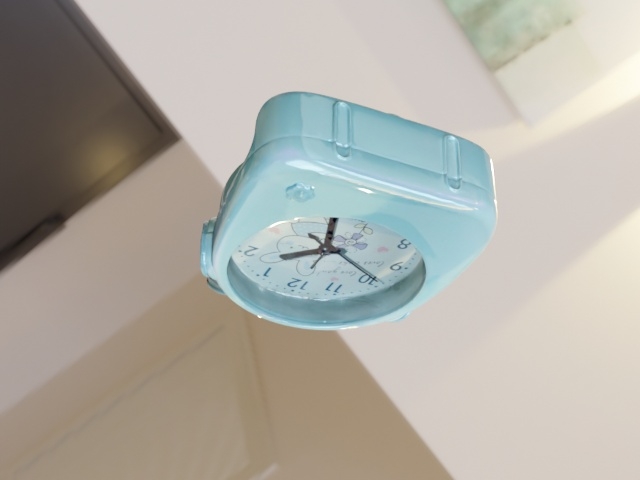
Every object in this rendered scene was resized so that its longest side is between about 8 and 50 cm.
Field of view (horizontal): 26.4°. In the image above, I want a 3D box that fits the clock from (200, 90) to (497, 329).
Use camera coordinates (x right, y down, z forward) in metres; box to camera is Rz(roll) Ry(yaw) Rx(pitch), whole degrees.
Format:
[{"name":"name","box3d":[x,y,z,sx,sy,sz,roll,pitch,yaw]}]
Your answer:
[{"name":"clock","box3d":[0.000,0.001,0.590,0.147,0.108,0.045,130,-31,-49]}]
